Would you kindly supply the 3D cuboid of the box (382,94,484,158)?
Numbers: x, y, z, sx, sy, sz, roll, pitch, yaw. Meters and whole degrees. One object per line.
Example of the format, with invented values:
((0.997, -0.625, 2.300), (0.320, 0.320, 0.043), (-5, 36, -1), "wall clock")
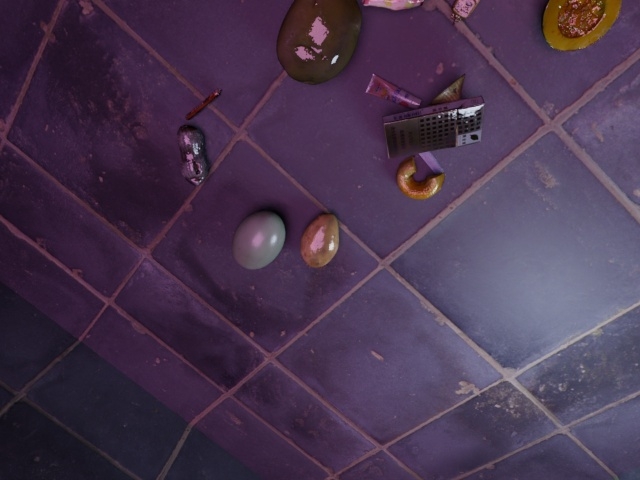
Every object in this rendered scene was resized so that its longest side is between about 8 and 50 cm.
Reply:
((0.386, -0.383, 1.406), (0.325, 0.047, 0.180), (-8, 148, 12), "box")

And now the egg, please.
((-0.258, -0.001, 1.694), (0.203, 0.203, 0.283), (33, 122, -4), "egg")

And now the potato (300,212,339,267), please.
((-0.005, -0.001, 1.693), (0.161, 0.128, 0.235), (-3, 111, -4), "potato")

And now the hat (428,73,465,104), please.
((0.437, -0.476, 1.355), (0.146, 0.146, 0.067), (-38, 94, 24), "hat")

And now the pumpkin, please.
((0.759, -0.686, 1.224), (0.217, 0.110, 0.217), (0, 121, 0), "pumpkin")

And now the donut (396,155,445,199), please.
((0.365, -0.220, 1.532), (0.181, 0.078, 0.146), (29, 119, 1), "donut")

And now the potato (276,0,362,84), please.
((-0.001, -0.665, 1.319), (0.243, 0.221, 0.326), (31, 113, -1), "potato")

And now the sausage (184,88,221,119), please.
((-0.458, -0.527, 1.589), (0.198, 0.025, 0.028), (-30, 74, 22), "sausage")

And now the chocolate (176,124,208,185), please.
((-0.516, -0.342, 1.645), (0.110, 0.110, 0.248), (6, 113, 9), "chocolate")

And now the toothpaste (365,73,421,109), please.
((0.260, -0.516, 1.438), (0.194, 0.043, 0.067), (25, 120, 5), "toothpaste")

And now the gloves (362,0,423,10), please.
((0.215, -0.806, 1.267), (0.241, 0.126, 0.145), (18, 141, 0), "gloves")

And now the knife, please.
((0.359, -0.352, 1.507), (0.044, 0.019, 0.313), (-38, 105, 23), "knife")

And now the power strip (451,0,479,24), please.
((0.502, -0.809, 1.245), (0.064, 0.044, 0.305), (32, 117, -5), "power strip")
